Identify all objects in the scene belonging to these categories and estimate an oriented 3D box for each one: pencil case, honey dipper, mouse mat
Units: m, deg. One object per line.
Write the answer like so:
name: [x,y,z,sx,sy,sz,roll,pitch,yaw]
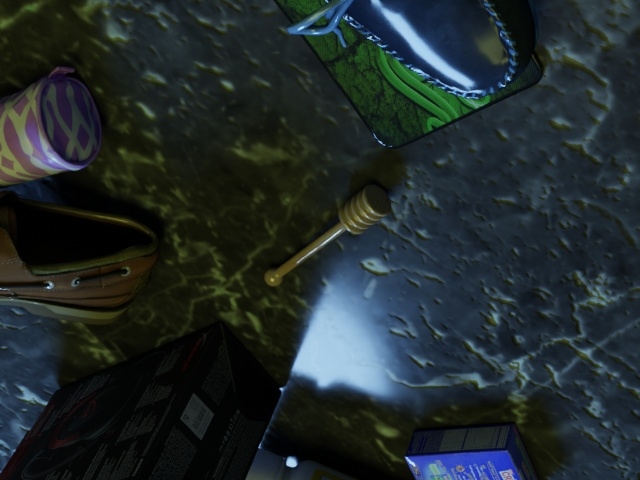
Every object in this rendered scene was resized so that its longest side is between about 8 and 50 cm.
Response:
pencil case: [-0.291,-0.087,0.987,0.206,0.086,0.088,-9,88,26]
honey dipper: [0.000,0.000,0.983,0.030,0.030,0.160,41,134,-14]
mouse mat: [0.058,-0.163,0.839,0.152,0.007,0.190,-24,117,34]

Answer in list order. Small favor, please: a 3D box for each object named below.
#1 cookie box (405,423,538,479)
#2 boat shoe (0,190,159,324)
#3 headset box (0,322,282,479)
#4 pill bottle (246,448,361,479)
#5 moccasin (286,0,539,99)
cookie box: [0.150,0.226,1.100,0.107,0.040,0.092,-9,124,27]
boat shoe: [-0.292,0.000,0.980,0.307,0.111,0.104,4,144,-33]
headset box: [-0.207,0.229,1.120,0.293,0.218,0.110,-24,116,33]
pill bottle: [0.012,0.299,1.161,0.208,0.119,0.119,22,132,3]
moccasin: [-0.002,-0.206,0.744,0.342,0.117,0.138,39,130,-9]
